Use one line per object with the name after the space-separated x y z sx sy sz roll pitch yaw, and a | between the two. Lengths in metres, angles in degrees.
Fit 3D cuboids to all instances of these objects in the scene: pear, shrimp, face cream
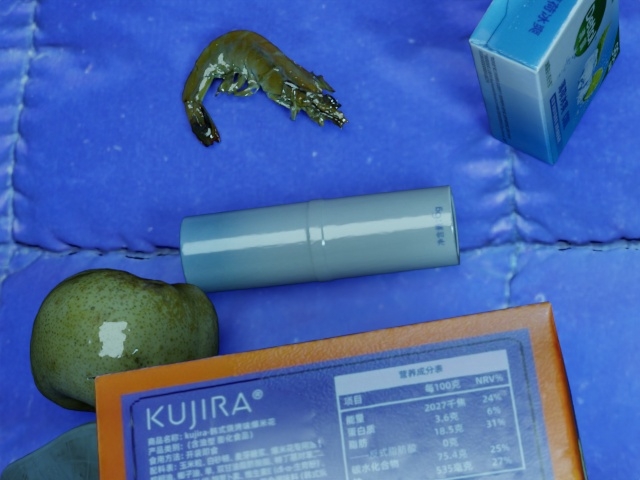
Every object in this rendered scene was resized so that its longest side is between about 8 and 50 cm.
-0.177 0.093 1.386 0.167 0.167 0.136 13 85 16 | pear
-0.064 -0.133 1.517 0.178 0.034 0.124 39 84 23 | shrimp
0.000 0.000 1.428 0.250 0.077 0.077 -6 68 7 | face cream

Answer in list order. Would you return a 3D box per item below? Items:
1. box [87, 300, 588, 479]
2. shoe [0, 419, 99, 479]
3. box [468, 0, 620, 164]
0.036 0.225 1.204 0.349 0.318 0.256 -10 68 8 | box
-0.203 0.202 1.381 0.195 0.078 0.079 -24 86 34 | shoe
0.205 -0.174 1.391 0.073 0.194 0.139 28 77 21 | box
